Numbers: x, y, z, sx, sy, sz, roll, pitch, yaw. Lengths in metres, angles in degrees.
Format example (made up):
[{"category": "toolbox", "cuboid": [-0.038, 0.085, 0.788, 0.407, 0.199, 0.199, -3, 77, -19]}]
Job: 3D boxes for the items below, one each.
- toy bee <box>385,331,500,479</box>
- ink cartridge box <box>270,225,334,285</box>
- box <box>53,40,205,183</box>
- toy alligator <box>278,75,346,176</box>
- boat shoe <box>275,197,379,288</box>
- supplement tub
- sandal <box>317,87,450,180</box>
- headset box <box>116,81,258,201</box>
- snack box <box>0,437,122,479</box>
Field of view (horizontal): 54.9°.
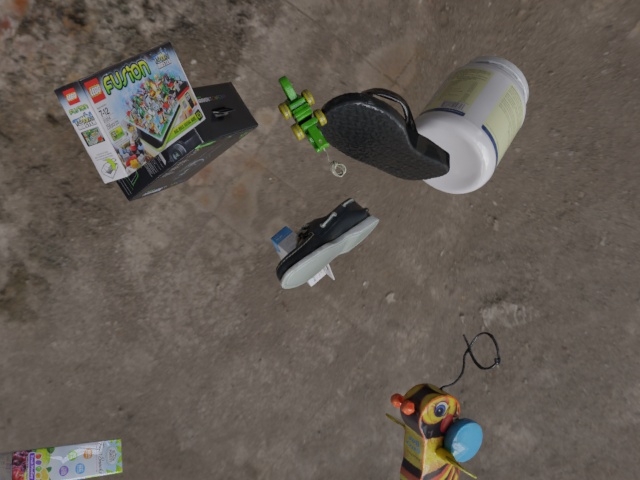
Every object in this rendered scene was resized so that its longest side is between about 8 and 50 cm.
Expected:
[{"category": "toy bee", "cuboid": [0.172, 0.298, 1.010, 0.162, 0.195, 0.298, 10, 75, -31]}, {"category": "ink cartridge box", "cuboid": [-0.049, 0.051, 1.670, 0.060, 0.104, 0.180, -39, 50, -15]}, {"category": "box", "cuboid": [-0.220, -0.162, 0.748, 0.036, 0.207, 0.114, -12, 115, 23]}, {"category": "toy alligator", "cuboid": [-0.017, -0.187, 1.033, 0.056, 0.051, 0.189, -33, 97, -4]}, {"category": "boat shoe", "cuboid": [0.000, 0.000, 1.275, 0.091, 0.302, 0.114, 45, 131, 13]}, {"category": "supplement tub", "cuboid": [0.381, -0.302, 1.573, 0.235, 0.325, 0.235, 25, 145, 19]}, {"category": "sandal", "cuboid": [0.130, -0.224, 1.253, 0.167, 0.446, 0.107, -6, 77, 29]}, {"category": "headset box", "cuboid": [-0.314, -0.238, 1.421, 0.283, 0.246, 0.131, -31, 93, 29]}, {"category": "snack box", "cuboid": [-0.274, 0.230, 0.638, 0.141, 0.100, 0.037, -28, 65, 53]}]
